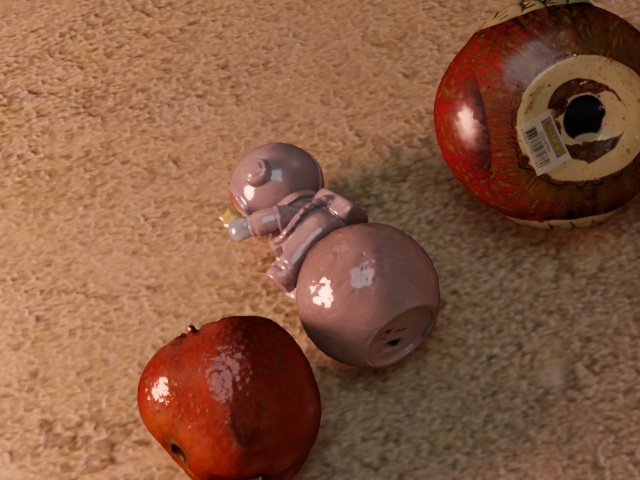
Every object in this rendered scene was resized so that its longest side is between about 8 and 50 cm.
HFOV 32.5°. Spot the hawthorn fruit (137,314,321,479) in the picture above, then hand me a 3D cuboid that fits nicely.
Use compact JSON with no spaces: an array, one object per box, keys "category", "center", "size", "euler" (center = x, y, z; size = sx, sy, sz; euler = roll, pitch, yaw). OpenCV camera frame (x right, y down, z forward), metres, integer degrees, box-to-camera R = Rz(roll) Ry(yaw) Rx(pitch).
[{"category":"hawthorn fruit","center":[-0.064,0.207,0.999],"size":[0.165,0.165,0.286],"euler":[-18,66,-5]}]

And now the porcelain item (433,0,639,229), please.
[{"category":"porcelain item","center":[0.232,-0.135,1.161],"size":[0.252,0.253,0.253],"euler":[-3,57,5]}]

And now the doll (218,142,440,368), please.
[{"category":"doll","center":[0.000,0.000,1.122],"size":[0.151,0.151,0.287],"euler":[-32,56,-13]}]
